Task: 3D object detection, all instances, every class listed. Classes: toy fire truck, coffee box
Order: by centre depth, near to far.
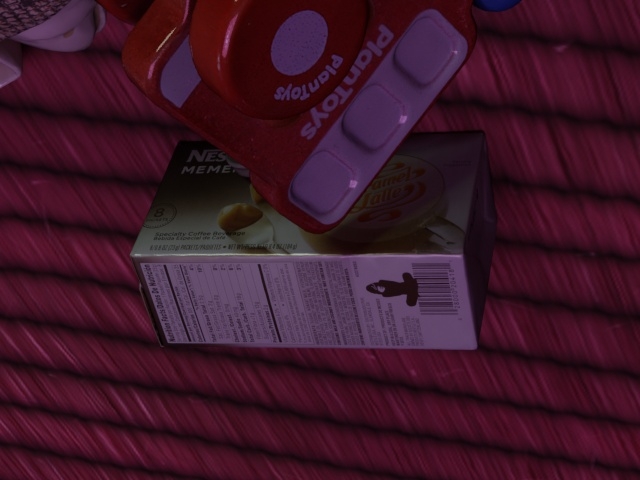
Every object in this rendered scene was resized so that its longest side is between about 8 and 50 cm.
[{"bbox_3d":[0.020,-0.170,0.828,0.302,0.169,0.254,-53,141,2],"label":"toy fire truck"},{"bbox_3d":[0.000,0.000,1.030,0.247,0.141,0.098,0,131,16],"label":"coffee box"}]

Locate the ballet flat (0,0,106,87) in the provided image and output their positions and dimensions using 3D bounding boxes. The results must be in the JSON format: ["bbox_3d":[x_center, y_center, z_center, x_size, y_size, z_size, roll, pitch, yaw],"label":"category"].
[{"bbox_3d":[-0.268,-0.171,0.963,0.483,0.164,0.182,-20,145,35],"label":"ballet flat"}]

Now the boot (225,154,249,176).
[{"bbox_3d":[-0.040,-0.160,0.944,0.190,0.076,0.208,-31,125,18],"label":"boot"}]
